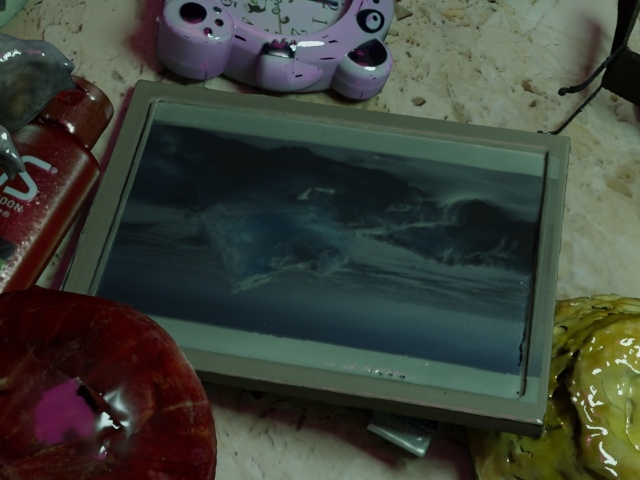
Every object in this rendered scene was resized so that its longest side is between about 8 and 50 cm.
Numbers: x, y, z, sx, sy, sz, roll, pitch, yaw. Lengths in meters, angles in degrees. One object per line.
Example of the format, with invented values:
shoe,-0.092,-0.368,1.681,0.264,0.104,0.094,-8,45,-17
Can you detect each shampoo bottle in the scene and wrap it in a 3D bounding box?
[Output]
shampoo bottle,-0.289,-0.020,1.180,0.118,0.076,0.314,18,58,14

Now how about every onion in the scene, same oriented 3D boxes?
onion,-0.216,0.173,1.002,0.276,0.276,0.276,6,60,-10

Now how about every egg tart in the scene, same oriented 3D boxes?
egg tart,0.299,0.181,1.181,0.341,0.129,0.341,6,62,-11

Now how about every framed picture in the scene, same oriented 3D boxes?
framed picture,0.000,0.000,1.205,0.446,0.028,0.326,8,56,5

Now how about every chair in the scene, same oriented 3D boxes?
chair,0.341,-0.175,1.371,0.149,0.174,0.213,26,70,6

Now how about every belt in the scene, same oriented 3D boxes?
belt,0.132,0.069,1.224,0.072,0.087,0.302,29,59,2

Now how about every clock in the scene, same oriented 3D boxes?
clock,-0.041,-0.256,1.367,0.248,0.090,0.227,12,59,-8

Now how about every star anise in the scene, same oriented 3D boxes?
star anise,-0.373,-0.099,1.133,0.316,0.139,0.359,-27,38,7

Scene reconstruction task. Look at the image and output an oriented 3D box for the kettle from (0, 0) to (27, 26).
kettle,-0.421,-0.315,1.258,0.243,0.159,0.210,27,31,14
